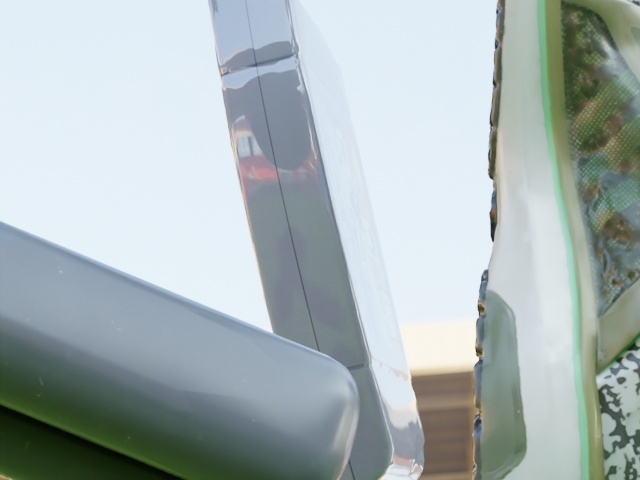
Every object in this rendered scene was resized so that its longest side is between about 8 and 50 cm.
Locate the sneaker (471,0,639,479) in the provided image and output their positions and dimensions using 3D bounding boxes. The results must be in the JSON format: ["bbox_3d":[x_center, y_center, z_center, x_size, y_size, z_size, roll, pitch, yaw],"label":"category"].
[{"bbox_3d":[0.173,-0.022,0.965,0.182,0.410,0.158,3,-17,7],"label":"sneaker"}]

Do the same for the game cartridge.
[{"bbox_3d":[0.000,0.000,1.140,0.062,0.297,0.198,-13,-9,3],"label":"game cartridge"}]

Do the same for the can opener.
[{"bbox_3d":[-0.120,-0.002,0.516,0.280,0.093,0.074,26,-34,1],"label":"can opener"}]
